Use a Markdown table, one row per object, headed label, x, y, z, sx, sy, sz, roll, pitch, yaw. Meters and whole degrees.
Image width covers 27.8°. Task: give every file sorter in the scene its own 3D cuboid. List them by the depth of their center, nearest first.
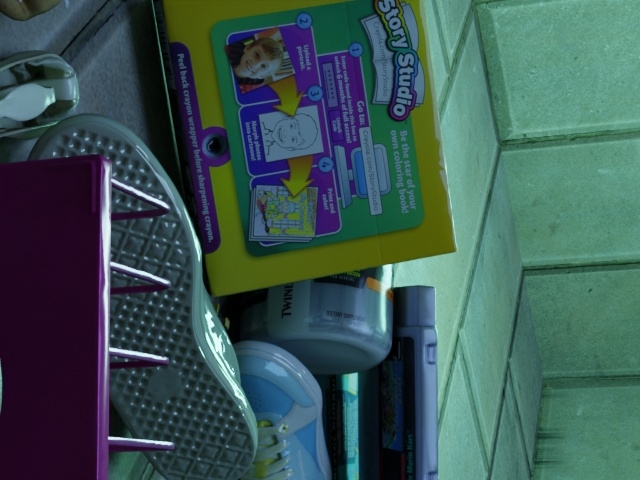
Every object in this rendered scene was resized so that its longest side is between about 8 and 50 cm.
| label | x | y | z | sx | sy | sz | roll | pitch | yaw |
| --- | --- | --- | --- | --- | --- | --- | --- | --- | --- |
| file sorter | -0.231 | 0.099 | 1.058 | 0.182 | 0.202 | 0.290 | 29 | 59 | -70 |

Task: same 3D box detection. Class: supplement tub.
| label | x | y | z | sx | sy | sz | roll | pitch | yaw |
| --- | --- | --- | --- | --- | --- | --- | --- | --- | --- |
| supplement tub | 0.000 | 0.000 | 1.774 | 0.207 | 0.207 | 0.338 | 48 | 41 | -62 |

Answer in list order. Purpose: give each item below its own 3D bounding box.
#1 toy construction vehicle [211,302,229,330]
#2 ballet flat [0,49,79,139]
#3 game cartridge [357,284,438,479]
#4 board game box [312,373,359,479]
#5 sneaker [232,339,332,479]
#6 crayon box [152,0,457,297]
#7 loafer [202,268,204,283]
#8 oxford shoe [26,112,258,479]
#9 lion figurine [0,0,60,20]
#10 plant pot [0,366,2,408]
| label | x | y | z | sx | sy | sz | roll | pitch | yaw |
| --- | --- | --- | --- | --- | --- | --- | --- | --- | --- |
| toy construction vehicle | -0.139 | 0.110 | 1.599 | 0.098 | 0.035 | 0.085 | 61 | 30 | -52 |
| ballet flat | -0.269 | -0.131 | 1.188 | 0.248 | 0.086 | 0.086 | -40 | 123 | -68 |
| game cartridge | 0.102 | 0.242 | 1.817 | 0.230 | 0.068 | 0.355 | 159 | -68 | -77 |
| board game box | 0.024 | 0.286 | 1.981 | 0.336 | 0.079 | 0.253 | 22 | 66 | -70 |
| sneaker | -0.064 | 0.294 | 1.638 | 0.208 | 0.127 | 0.319 | -75 | 154 | -48 |
| crayon box | -0.016 | -0.140 | 1.575 | 0.106 | 0.313 | 0.362 | -147 | -132 | -74 |
| loafer | -0.160 | 0.090 | 1.517 | 0.050 | 0.056 | 0.148 | 25 | 52 | -69 |
| oxford shoe | -0.184 | 0.064 | 1.318 | 0.130 | 0.169 | 0.449 | -112 | -179 | -57 |
| lion figurine | -0.255 | -0.312 | 1.238 | 0.392 | 0.142 | 0.240 | -56 | 148 | -41 |
| plant pot | -0.317 | 0.094 | 0.814 | 0.284 | 0.191 | 0.284 | -5 | 90 | -71 |
